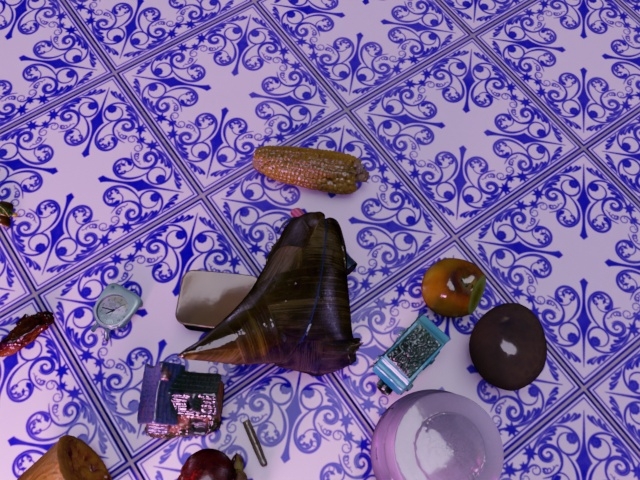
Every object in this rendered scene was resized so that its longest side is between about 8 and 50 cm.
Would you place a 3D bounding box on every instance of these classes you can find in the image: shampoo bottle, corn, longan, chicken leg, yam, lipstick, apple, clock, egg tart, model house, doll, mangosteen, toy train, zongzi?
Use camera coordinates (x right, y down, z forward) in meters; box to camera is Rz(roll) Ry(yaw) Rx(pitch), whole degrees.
[{"bbox_3d":[0.250,0.463,1.352,0.273,0.266,0.273,1,67,-3],"label":"shampoo bottle"},{"bbox_3d":[-0.027,-0.200,1.697,0.322,0.119,0.119,13,68,2],"label":"corn"},{"bbox_3d":[0.450,0.256,1.487,0.198,0.198,0.212,8,56,1],"label":"longan"},{"bbox_3d":[-0.752,0.239,1.522,0.205,0.053,0.093,-34,50,-22],"label":"chicken leg"},{"bbox_3d":[-0.154,0.478,1.461,0.021,0.021,0.116,-23,69,-11],"label":"yam"},{"bbox_3d":[0.000,0.000,1.653,0.053,0.053,0.234,-39,70,-16],"label":"lipstick"},{"bbox_3d":[0.338,0.121,1.560,0.163,0.147,0.146,16,69,3],"label":"apple"},{"bbox_3d":[-0.523,0.181,1.558,0.101,0.041,0.135,29,71,9],"label":"clock"},{"bbox_3d":[-0.557,0.543,1.332,0.147,0.202,0.202,-33,72,-5],"label":"egg tart"},{"bbox_3d":[-0.321,0.364,1.421,0.183,0.172,0.166,3,66,-2],"label":"model house"},{"bbox_3d":[-0.867,-0.079,1.632,0.113,0.076,0.078,-4,59,-5],"label":"doll"},{"bbox_3d":[-0.226,0.540,1.365,0.181,0.146,0.156,15,65,4],"label":"mangosteen"},{"bbox_3d":[0.212,0.278,1.483,0.112,0.163,0.203,40,72,12],"label":"toy train"},{"bbox_3d":[-0.123,0.102,1.433,0.432,0.208,0.403,10,67,-33],"label":"zongzi"}]

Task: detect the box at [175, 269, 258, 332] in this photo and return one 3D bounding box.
[{"bbox_3d":[-0.250,0.160,1.551,0.201,0.090,0.144,5,67,-1],"label":"box"}]
